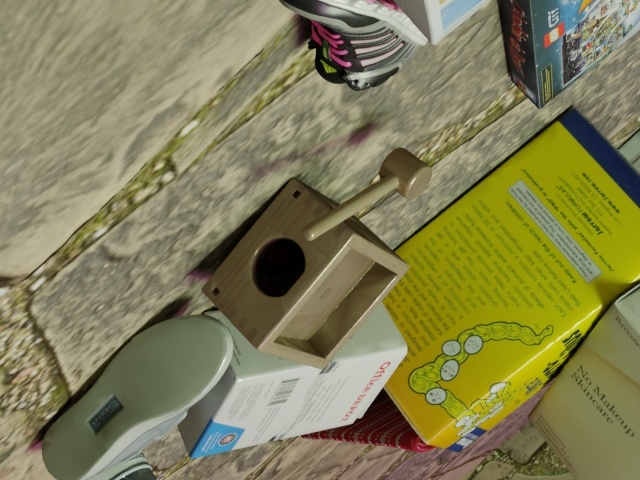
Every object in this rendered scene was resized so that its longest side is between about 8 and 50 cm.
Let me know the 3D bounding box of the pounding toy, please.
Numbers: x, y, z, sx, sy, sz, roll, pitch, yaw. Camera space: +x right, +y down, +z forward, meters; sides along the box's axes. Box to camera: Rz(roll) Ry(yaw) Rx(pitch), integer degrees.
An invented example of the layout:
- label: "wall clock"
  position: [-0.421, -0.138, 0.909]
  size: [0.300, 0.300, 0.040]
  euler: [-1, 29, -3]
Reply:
- label: "pounding toy"
  position: [0.000, -0.007, 0.873]
  size: [0.206, 0.094, 0.181]
  euler: [-50, 151, 7]

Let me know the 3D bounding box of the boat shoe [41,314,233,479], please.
- label: "boat shoe"
  position: [-0.161, 0.142, 0.946]
  size: [0.227, 0.079, 0.081]
  euler: [-40, 167, 18]

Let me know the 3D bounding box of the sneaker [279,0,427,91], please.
- label: "sneaker"
  position: [0.018, -0.136, 0.673]
  size: [0.075, 0.063, 0.170]
  euler: [-53, 158, 19]

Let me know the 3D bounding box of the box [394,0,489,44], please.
- label: "box"
  position: [0.063, -0.202, 0.521]
  size: [0.114, 0.103, 0.203]
  euler: [-39, 167, 3]

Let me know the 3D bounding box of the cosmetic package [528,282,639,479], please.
- label: "cosmetic package"
  position: [0.362, 0.175, 1.145]
  size: [0.113, 0.160, 0.309]
  euler: [-28, 155, -21]

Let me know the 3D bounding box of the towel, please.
- label: "towel"
  position: [0.119, 0.235, 1.397]
  size: [0.199, 0.031, 0.275]
  euler: [-22, -174, -33]

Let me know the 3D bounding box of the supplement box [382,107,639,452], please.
- label: "supplement box"
  position: [0.221, 0.057, 1.172]
  size: [0.356, 0.195, 0.194]
  euler: [-39, 157, 5]

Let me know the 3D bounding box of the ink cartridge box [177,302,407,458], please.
- label: "ink cartridge box"
  position: [-0.035, 0.133, 1.040]
  size: [0.203, 0.086, 0.148]
  euler: [-6, 143, -34]

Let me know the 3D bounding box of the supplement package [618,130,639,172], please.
- label: "supplement package"
  position: [0.463, -0.079, 1.383]
  size: [0.105, 0.105, 0.179]
  euler: [-44, 156, 14]

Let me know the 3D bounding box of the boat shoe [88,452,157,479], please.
- label: "boat shoe"
  position: [-0.283, 0.358, 1.129]
  size: [0.301, 0.102, 0.108]
  euler: [-42, 157, 11]

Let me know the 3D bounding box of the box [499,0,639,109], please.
- label: "box"
  position: [0.224, -0.219, 0.843]
  size: [0.159, 0.044, 0.233]
  euler: [-38, 157, 0]
